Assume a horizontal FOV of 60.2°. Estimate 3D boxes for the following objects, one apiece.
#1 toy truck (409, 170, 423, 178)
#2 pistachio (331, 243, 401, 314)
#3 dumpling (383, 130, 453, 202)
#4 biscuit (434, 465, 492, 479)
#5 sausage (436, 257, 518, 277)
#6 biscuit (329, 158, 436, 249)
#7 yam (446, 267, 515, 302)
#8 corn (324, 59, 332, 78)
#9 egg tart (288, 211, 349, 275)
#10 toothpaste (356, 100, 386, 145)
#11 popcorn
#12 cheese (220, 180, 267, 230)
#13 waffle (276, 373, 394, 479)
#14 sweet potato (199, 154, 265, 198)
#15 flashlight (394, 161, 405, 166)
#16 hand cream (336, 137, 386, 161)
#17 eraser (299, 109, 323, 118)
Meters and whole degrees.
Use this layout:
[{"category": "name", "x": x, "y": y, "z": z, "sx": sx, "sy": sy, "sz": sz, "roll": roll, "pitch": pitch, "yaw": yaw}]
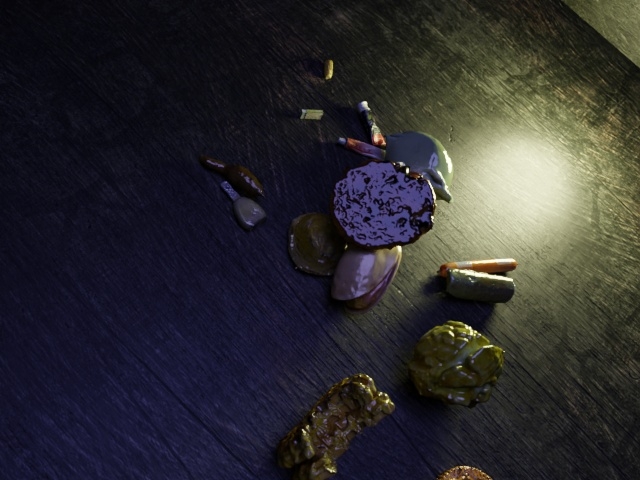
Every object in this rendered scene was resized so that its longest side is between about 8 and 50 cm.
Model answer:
[{"category": "toy truck", "x": 0.215, "y": -0.128, "z": 1.901, "sx": 0.288, "sy": 0.211, "sz": 0.204, "roll": 15, "pitch": 60, "yaw": -7}, {"category": "pistachio", "x": 0.154, "y": 0.092, "z": 1.774, "sx": 0.188, "sy": 0.187, "sz": 0.299, "roll": 29, "pitch": 66, "yaw": -2}, {"category": "dumpling", "x": 0.385, "y": -0.277, "z": 2.040, "sx": 0.270, "sy": 0.212, "sz": 0.320, "roll": 2, "pitch": 72, "yaw": -21}, {"category": "biscuit", "x": 0.428, "y": 0.780, "z": 1.588, "sx": 0.254, "sy": 0.035, "sz": 0.253, "roll": 8, "pitch": 61, "yaw": -15}, {"category": "sausage", "x": 0.569, "y": 0.097, "z": 1.992, "sx": 0.348, "sy": 0.053, "sz": 0.053, "roll": -4, "pitch": 64, "yaw": -21}, {"category": "biscuit", "x": 0.192, "y": -0.110, "z": 1.729, "sx": 0.334, "sy": 0.081, "sz": 0.289, "roll": -1, "pitch": 78, "yaw": -5}, {"category": "yam", "x": 0.544, "y": 0.159, "z": 1.921, "sx": 0.259, "sy": 0.106, "sz": 0.106, "roll": 9, "pitch": 61, "yaw": -13}, {"category": "corn", "x": 0.032, "y": -0.696, "z": 2.244, "sx": 0.037, "sy": 0.037, "sz": 0.092, "roll": 9, "pitch": 64, "yaw": -14}, {"category": "egg tart", "x": 0.000, "y": 0.000, "z": 1.830, "sx": 0.232, "sy": 0.098, "sz": 0.252, "roll": 35, "pitch": 54, "yaw": -3}, {"category": "toothpaste", "x": 0.199, "y": -0.453, "z": 2.169, "sx": 0.071, "sy": 0.045, "sz": 0.193, "roll": -6, "pitch": 67, "yaw": -39}, {"category": "popcorn", "x": 0.416, "y": 0.378, "z": 1.668, "sx": 0.282, "sy": 0.282, "sz": 0.246, "roll": 24, "pitch": 89, "yaw": -5}, {"category": "cheese", "x": -0.264, "y": -0.122, "z": 1.833, "sx": 0.097, "sy": 0.037, "sz": 0.192, "roll": -34, "pitch": 79, "yaw": -31}, {"category": "waffle", "x": 0.031, "y": 0.499, "z": 1.471, "sx": 0.324, "sy": 0.261, "sz": 0.151, "roll": -36, "pitch": 86, "yaw": -28}, {"category": "sweet potato", "x": -0.287, "y": -0.223, "z": 1.862, "sx": 0.270, "sy": 0.074, "sz": 0.074, "roll": 31, "pitch": 57, "yaw": 9}, {"category": "flashlight", "x": 0.223, "y": -0.249, "z": 1.983, "sx": 0.093, "sy": 0.200, "sz": 0.047, "roll": 1, "pitch": 90, "yaw": -39}, {"category": "hand cream", "x": 0.165, "y": -0.347, "z": 2.108, "sx": 0.216, "sy": 0.038, "sz": 0.052, "roll": 15, "pitch": 87, "yaw": -15}, {"category": "eraser", "x": -0.035, "y": -0.480, "z": 2.103, "sx": 0.083, "sy": 0.038, "sz": 0.019, "roll": -1, "pitch": 66, "yaw": -20}]
